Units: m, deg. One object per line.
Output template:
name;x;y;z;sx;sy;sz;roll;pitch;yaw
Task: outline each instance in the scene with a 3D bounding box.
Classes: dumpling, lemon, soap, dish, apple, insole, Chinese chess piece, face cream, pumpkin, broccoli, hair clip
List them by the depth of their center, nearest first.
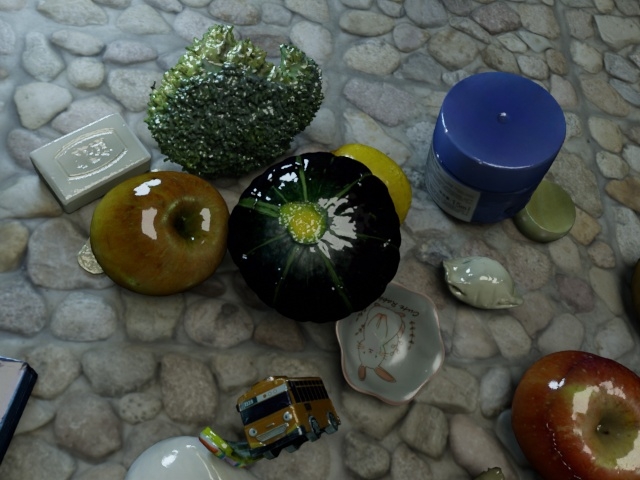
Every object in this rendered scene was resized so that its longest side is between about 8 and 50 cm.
hair clip;-0.130;0.310;0.882;0.060;0.188;0.033;30;81;29
apple;-0.279;-0.014;1.028;0.236;0.207;0.237;9;75;-37
pumpkin;0.000;0.000;1.034;0.295;0.296;0.296;6;66;-14
apple;0.483;0.342;1.086;0.271;0.206;0.252;32;73;2
dish;0.118;0.187;1.106;0.229;0.081;0.230;3;81;-21
soap;-0.427;-0.147;1.107;0.183;0.064;0.121;-35;83;-25
insole;-0.363;-0.042;1.109;0.081;0.011;0.248;31;63;-2
broccoli;-0.163;-0.296;1.143;0.375;0.249;0.302;-26;80;-18
lemon;0.086;-0.103;1.180;0.207;0.170;0.170;40;63;3
dumpling;0.333;0.078;1.224;0.169;0.100;0.134;1;29;7
face cream;0.353;-0.187;1.240;0.248;0.225;0.249;1;63;-1
Chinese chess piece;0.507;-0.066;1.345;0.143;0.058;0.144;5;67;-12

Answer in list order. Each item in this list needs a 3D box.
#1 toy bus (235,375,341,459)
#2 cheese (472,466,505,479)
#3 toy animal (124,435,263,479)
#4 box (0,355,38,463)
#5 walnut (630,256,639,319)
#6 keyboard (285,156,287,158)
toy bus;-0.048;0.277;0.951;0.098;0.201;0.114;-27;71;11
cheese;0.291;0.514;1.019;0.175;0.091;0.203;-28;79;-25
toy animal;-0.181;0.443;0.865;0.289;0.174;0.249;35;62;-1
box;-0.606;0.274;0.852;0.278;0.116;0.262;18;63;-10
walnut;0.807;0.116;1.262;0.282;0.227;0.283;-4;80;25
keyboard;0.011;0.006;1.188;0.103;0.041;0.381;-32;86;-26
